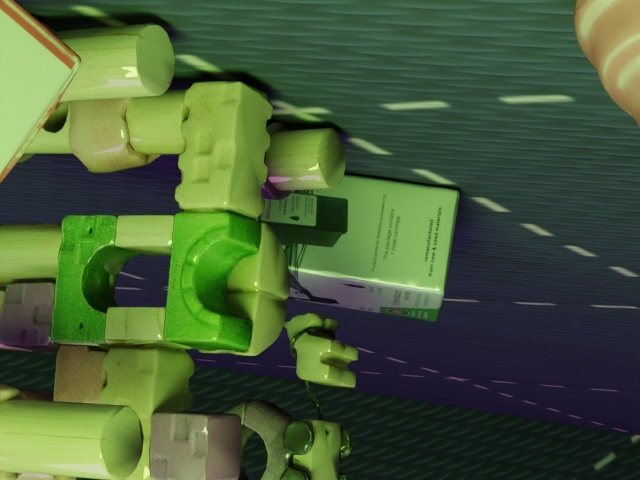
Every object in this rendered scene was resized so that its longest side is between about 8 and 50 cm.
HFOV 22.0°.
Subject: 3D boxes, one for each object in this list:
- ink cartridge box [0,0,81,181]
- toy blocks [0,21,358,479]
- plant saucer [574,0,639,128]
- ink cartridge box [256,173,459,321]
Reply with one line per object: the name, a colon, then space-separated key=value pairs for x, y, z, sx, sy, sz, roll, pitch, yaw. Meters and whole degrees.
ink cartridge box: x=-0.252 y=-0.094 z=0.858 sx=0.158 sy=0.092 sz=0.218 roll=41 pitch=155 yaw=-26
toy blocks: x=-0.156 y=0.030 z=1.080 sx=0.260 sy=0.288 sz=0.309 roll=-1 pitch=169 yaw=29
plant saucer: x=0.278 y=-0.067 z=0.734 sx=0.332 sy=0.084 sz=0.332 roll=9 pitch=170 yaw=1
ink cartridge box: x=0.000 y=0.000 z=1.324 sx=0.208 sy=0.086 sz=0.153 roll=9 pitch=169 yaw=4
